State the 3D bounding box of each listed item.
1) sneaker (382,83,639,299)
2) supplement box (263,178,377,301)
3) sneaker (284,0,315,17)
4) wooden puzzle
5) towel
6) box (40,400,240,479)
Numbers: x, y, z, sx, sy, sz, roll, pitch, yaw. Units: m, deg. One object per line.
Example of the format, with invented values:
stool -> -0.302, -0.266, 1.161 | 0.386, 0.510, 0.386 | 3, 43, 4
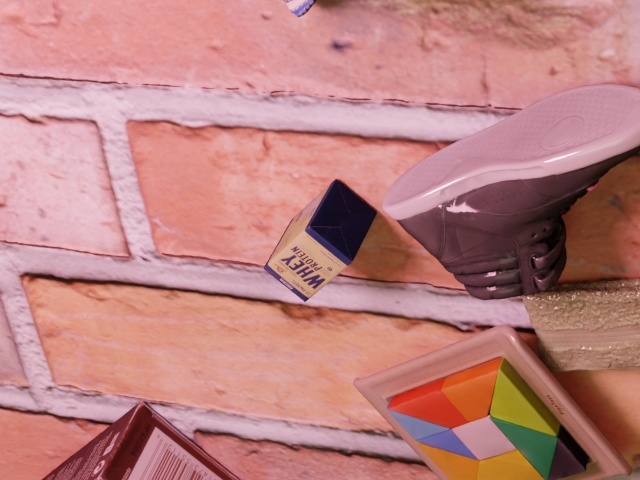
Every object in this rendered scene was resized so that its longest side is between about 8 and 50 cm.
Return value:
sneaker -> 0.208, -0.037, 1.310 | 0.296, 0.104, 0.147 | -21, 119, 41
supplement box -> 0.000, 0.000, 1.434 | 0.056, 0.083, 0.083 | 39, 133, -10
sneaker -> -0.004, -0.252, 1.253 | 0.058, 0.052, 0.135 | 39, 131, -5
wooden puzzle -> 0.176, 0.202, 1.536 | 0.239, 0.044, 0.221 | -23, 117, 43
towel -> 0.278, 0.085, 1.426 | 0.148, 0.027, 0.110 | -3, 125, 25
box -> -0.275, 0.377, 1.827 | 0.191, 0.143, 0.381 | 41, 130, -13
